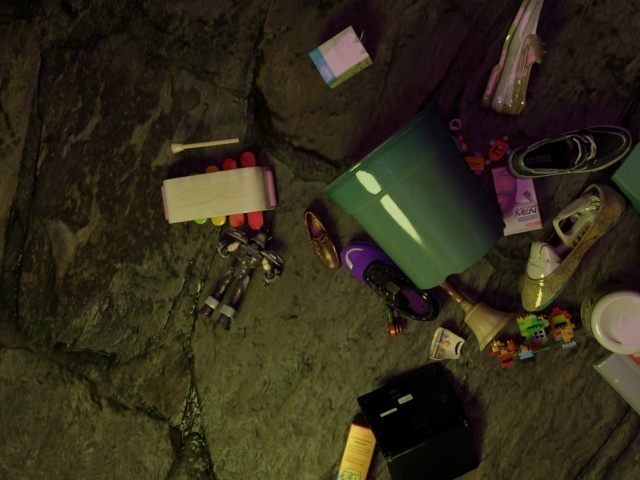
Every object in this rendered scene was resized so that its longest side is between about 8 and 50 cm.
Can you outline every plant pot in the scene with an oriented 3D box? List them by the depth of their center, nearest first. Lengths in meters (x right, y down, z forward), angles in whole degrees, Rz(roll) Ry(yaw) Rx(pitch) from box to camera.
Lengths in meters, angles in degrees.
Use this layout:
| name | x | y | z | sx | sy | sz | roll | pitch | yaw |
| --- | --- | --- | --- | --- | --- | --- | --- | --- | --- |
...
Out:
| name | x | y | z | sx | sy | sz | roll | pitch | yaw |
| --- | --- | --- | --- | --- | --- | --- | --- | --- | --- |
| plant pot | 0.794 | -0.120 | 1.518 | 0.234 | 0.166 | 0.165 | 37 | 99 | 13 |
| plant pot | 0.232 | -0.089 | 1.557 | 0.341 | 0.341 | 0.334 | -37 | 95 | 11 |

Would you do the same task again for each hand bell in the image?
| name | x | y | z | sx | sy | sz | roll | pitch | yaw |
| --- | --- | --- | --- | --- | --- | --- | --- | --- | --- |
| hand bell | 0.348 | 0.149 | 1.660 | 0.242 | 0.126 | 0.126 | 42 | 100 | 18 |

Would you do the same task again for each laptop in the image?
| name | x | y | z | sx | sy | sz | roll | pitch | yaw |
| --- | --- | --- | --- | --- | --- | --- | --- | --- | --- |
| laptop | 0.250 | 0.487 | 1.692 | 0.235 | 0.136 | 0.264 | -22 | 64 | -11 |

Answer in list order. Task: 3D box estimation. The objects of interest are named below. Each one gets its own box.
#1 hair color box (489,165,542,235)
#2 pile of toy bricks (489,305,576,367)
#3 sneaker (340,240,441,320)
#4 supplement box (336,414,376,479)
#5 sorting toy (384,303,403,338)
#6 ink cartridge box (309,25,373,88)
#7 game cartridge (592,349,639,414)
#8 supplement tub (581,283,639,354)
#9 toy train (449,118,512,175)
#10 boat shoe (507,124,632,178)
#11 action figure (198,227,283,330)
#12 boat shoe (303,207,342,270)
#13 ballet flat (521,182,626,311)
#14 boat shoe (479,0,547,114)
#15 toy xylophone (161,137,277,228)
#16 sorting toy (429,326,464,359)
| name | x | y | z | sx | sy | sz | roll | pitch | yaw |
| --- | --- | --- | --- | --- | --- | --- | --- | --- | --- |
| hair color box | 0.477 | -0.102 | 1.631 | 0.093 | 0.053 | 0.167 | -12 | 90 | 11 |
| pile of toy bricks | 0.506 | 0.220 | 1.609 | 0.212 | 0.118 | 0.105 | -19 | 97 | 11 |
| sneaker | 0.175 | 0.101 | 1.652 | 0.293 | 0.146 | 0.102 | 34 | 99 | 6 |
| supplement box | 0.092 | 0.582 | 1.734 | 0.078 | 0.080 | 0.233 | 14 | 98 | 10 |
| sorting toy | 0.191 | 0.201 | 1.701 | 0.042 | 0.061 | 0.101 | -10 | 119 | -2 |
| ink cartridge box | 0.060 | -0.460 | 1.666 | 0.143 | 0.092 | 0.089 | -30 | 88 | 12 |
| game cartridge | 0.831 | 0.276 | 1.590 | 0.294 | 0.060 | 0.196 | -44 | 89 | 10 |
| supplement tub | 0.683 | 0.175 | 1.533 | 0.145 | 0.200 | 0.144 | 0 | 92 | 12 |
| toy train | 0.378 | -0.224 | 1.649 | 0.166 | 0.046 | 0.125 | 30 | 80 | 14 |
| boat shoe | 0.593 | -0.209 | 1.552 | 0.302 | 0.102 | 0.108 | -9 | 91 | -4 |
| action figure | -0.214 | 0.090 | 1.755 | 0.185 | 0.099 | 0.284 | 32 | 95 | 14 |
| boat shoe | 0.000 | 0.000 | 1.722 | 0.064 | 0.060 | 0.177 | -24 | 89 | 11 |
| ballet flat | 0.572 | 0.008 | 1.581 | 0.123 | 0.123 | 0.348 | 40 | 96 | 6 |
| boat shoe | 0.480 | -0.448 | 1.585 | 0.103 | 0.113 | 0.302 | 21 | 108 | 7 |
| toy xylophone | -0.277 | -0.148 | 1.754 | 0.323 | 0.081 | 0.236 | 1 | 94 | 11 |
| sorting toy | 0.323 | 0.265 | 1.691 | 0.075 | 0.045 | 0.083 | 17 | 96 | 2 |
